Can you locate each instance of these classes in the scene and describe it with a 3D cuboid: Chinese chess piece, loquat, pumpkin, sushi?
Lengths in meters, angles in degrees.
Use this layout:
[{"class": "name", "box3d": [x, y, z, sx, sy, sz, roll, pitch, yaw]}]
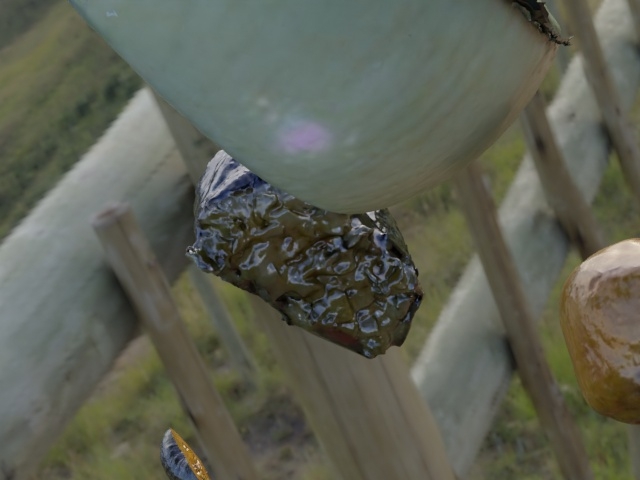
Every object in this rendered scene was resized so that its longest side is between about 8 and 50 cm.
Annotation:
[{"class": "Chinese chess piece", "box3d": [-0.028, -0.179, 0.668, 0.146, 0.349, 0.349, -39, 23, 16]}, {"class": "loquat", "box3d": [0.217, 0.058, 0.869, 0.113, 0.137, 0.137, -4, 17, -28]}, {"class": "pumpkin", "box3d": [-0.116, 0.196, 1.162, 0.028, 0.050, 0.083, -40, 42, -5]}, {"class": "sushi", "box3d": [0.000, 0.000, 1.135, 0.147, 0.212, 0.115, -48, 24, 8]}]
